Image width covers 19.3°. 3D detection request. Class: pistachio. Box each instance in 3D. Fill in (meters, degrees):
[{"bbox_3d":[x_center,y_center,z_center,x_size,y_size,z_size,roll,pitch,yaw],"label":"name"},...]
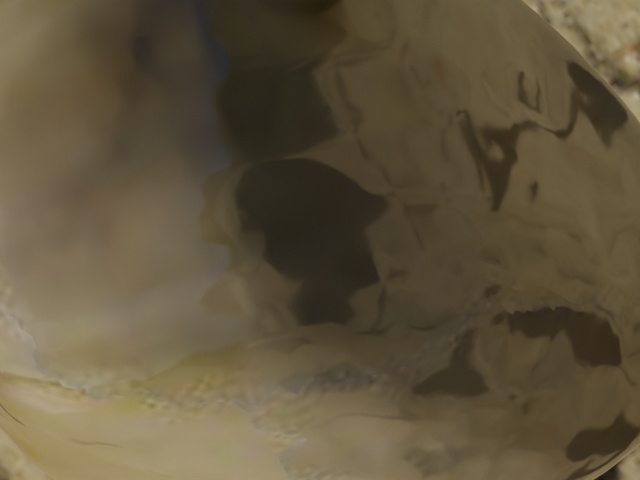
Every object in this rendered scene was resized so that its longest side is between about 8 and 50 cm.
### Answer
[{"bbox_3d":[0.000,0.000,0.463,0.153,0.238,0.138,-55,47,14],"label":"pistachio"}]
